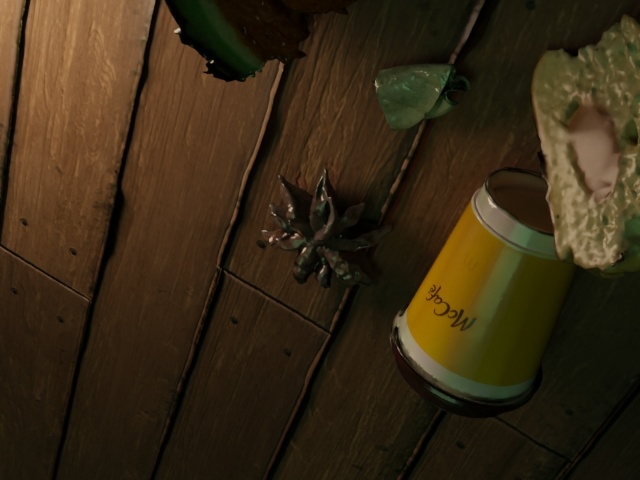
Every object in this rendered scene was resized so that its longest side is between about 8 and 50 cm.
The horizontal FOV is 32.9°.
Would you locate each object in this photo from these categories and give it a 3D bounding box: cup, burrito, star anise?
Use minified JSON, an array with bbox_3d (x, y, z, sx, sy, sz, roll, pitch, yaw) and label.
[{"bbox_3d":[0.204,0.064,1.278,0.196,0.196,0.280,27,125,11],"label":"cup"},{"bbox_3d":[0.119,-0.169,1.245,0.118,0.044,0.074,-7,120,36],"label":"burrito"},{"bbox_3d":[0.000,0.000,1.425,0.195,0.065,0.182,39,134,-6],"label":"star anise"}]

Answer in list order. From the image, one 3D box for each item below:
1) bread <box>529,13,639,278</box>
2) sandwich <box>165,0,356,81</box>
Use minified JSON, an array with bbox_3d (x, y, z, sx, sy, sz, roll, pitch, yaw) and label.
[{"bbox_3d":[0.302,-0.078,1.090,0.224,0.211,0.183,48,140,-16],"label":"bread"},{"bbox_3d":[-0.034,-0.322,1.161,0.301,0.162,0.250,-13,147,19],"label":"sandwich"}]
